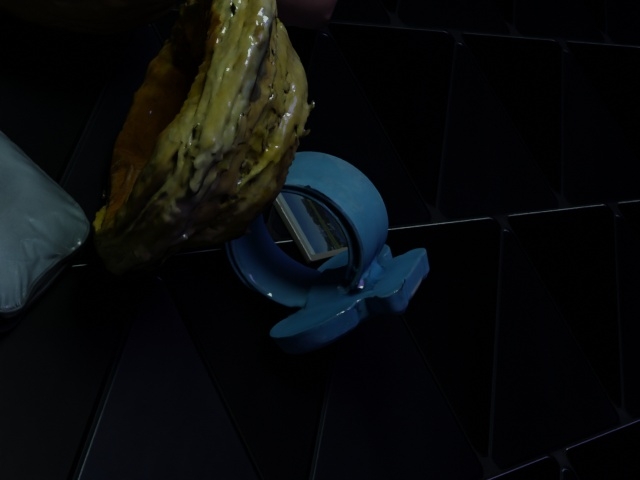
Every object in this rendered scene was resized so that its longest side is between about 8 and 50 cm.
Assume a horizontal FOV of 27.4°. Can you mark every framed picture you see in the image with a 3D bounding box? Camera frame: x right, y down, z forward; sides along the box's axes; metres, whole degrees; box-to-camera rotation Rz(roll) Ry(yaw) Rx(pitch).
[{"bbox_3d":[-0.016,-0.042,1.646,0.109,0.011,0.149,-13,68,-52],"label":"framed picture"}]

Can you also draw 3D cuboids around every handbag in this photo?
[{"bbox_3d":[-0.372,-0.073,1.245,0.332,0.075,0.191,47,39,-10],"label":"handbag"}]

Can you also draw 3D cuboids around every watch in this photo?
[{"bbox_3d":[0.000,0.000,1.473,0.193,0.211,0.211,61,33,-16],"label":"watch"}]

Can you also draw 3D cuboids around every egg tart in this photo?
[{"bbox_3d":[-0.111,-0.113,1.329,0.150,0.352,0.352,24,42,-21],"label":"egg tart"}]

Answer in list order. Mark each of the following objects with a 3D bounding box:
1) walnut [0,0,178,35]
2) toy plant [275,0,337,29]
[{"bbox_3d":[-0.280,-0.361,1.444,0.313,0.252,0.277,2,67,-32],"label":"walnut"},{"bbox_3d":[-0.119,-0.413,1.715,0.356,0.211,0.317,29,40,-8],"label":"toy plant"}]
